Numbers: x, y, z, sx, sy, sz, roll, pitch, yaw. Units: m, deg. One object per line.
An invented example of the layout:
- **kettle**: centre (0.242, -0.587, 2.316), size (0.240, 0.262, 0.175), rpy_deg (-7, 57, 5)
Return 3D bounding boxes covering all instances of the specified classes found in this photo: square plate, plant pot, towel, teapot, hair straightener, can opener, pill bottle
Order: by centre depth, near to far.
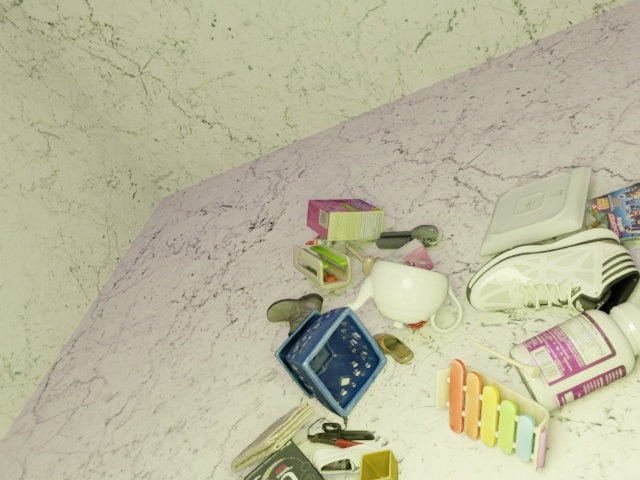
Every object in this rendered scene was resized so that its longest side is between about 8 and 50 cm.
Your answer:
- **pill bottle**: centre (0.618, 0.266, 1.408), size (0.302, 0.169, 0.169), rpy_deg (-28, 28, 6)
- **plant pot**: centre (0.151, 0.573, 1.461), size (0.081, 0.083, 0.081), rpy_deg (-19, 31, 21)
- **towel**: centre (-0.133, 0.542, 1.654), size (0.187, 0.049, 0.282), rpy_deg (-31, -10, -45)
- **hair straightener**: centre (0.054, 0.537, 1.668), size (0.231, 0.047, 0.089), rpy_deg (-12, 33, 40)
- **teapot**: centre (0.256, 0.170, 1.772), size (0.256, 0.253, 0.186), rpy_deg (10, 87, 43)
- **plant pot**: centre (0.018, 0.352, 1.800), size (0.236, 0.236, 0.212), rpy_deg (-47, 25, -27)
- **square plate**: centre (0.705, -0.109, 1.983), size (0.344, 0.049, 0.347), rpy_deg (-21, 26, 41)
- **can opener**: centre (0.323, -0.022, 2.233), size (0.284, 0.095, 0.076), rpy_deg (-2, 39, 42)

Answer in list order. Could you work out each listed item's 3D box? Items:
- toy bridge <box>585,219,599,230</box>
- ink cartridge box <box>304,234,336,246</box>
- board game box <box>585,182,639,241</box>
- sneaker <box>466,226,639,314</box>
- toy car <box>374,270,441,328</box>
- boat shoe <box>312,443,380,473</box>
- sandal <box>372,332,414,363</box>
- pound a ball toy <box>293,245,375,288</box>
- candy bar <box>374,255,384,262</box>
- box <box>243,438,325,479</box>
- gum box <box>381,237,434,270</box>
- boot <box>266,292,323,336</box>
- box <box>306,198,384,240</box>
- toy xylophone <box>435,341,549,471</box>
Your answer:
- **toy bridge**: centre (0.900, -0.074, 1.827), size (0.188, 0.026, 0.063), rpy_deg (-27, 28, 8)
- **ink cartridge box**: centre (0.000, 0.000, 2.370), size (0.115, 0.029, 0.063), rpy_deg (4, 16, 19)
- **board game box**: centre (0.893, -0.076, 1.761), size (0.194, 0.060, 0.194), rpy_deg (-9, 55, 23)
- **sneaker**: centre (0.628, 0.126, 1.620), size (0.448, 0.169, 0.257), rpy_deg (-22, 28, 12)
- **toy car**: centre (0.318, 0.188, 1.948), size (0.225, 0.053, 0.239), rpy_deg (-40, 30, -16)
- **boat shoe**: centre (0.073, 0.556, 1.506), size (0.063, 0.184, 0.066), rpy_deg (-131, 54, -65)
- **sandal**: centre (0.216, 0.321, 1.837), size (0.072, 0.049, 0.180), rpy_deg (-40, 29, -16)
- **pound a ball toy**: centre (0.048, 0.102, 2.302), size (0.208, 0.135, 0.319), rpy_deg (-9, 17, -23)
- **candy bar**: centre (0.252, 0.086, 2.211), size (0.040, 0.018, 0.162), rpy_deg (-43, 31, -21)
- **box**: centre (-0.048, 0.649, 1.470), size (0.165, 0.143, 0.270), rpy_deg (-39, 29, -14)
- **gum box**: centre (0.285, 0.092, 2.074), size (0.188, 0.107, 0.062), rpy_deg (-32, 28, -2)
- **boot**: centre (-0.103, 0.288, 2.177), size (0.247, 0.083, 0.161), rpy_deg (-19, 36, 24)
- **box**: centre (0.098, -0.087, 2.413), size (0.243, 0.117, 0.213), rpy_deg (-2, 18, -24)
- **toy xylophone**: centre (0.404, 0.376, 1.402), size (0.081, 0.236, 0.323), rpy_deg (-15, 15, -32)
